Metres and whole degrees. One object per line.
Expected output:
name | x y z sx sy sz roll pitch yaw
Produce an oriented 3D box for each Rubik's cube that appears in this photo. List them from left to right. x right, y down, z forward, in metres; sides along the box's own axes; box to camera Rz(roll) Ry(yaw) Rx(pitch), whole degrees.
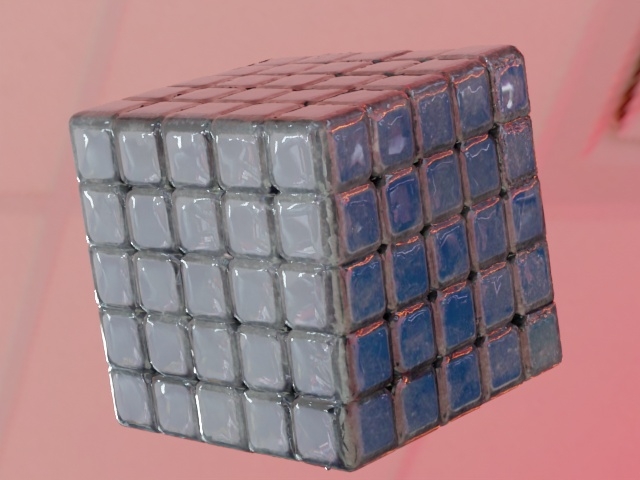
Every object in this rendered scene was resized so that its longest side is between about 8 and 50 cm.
Rubik's cube | 0.000 0.000 1.362 0.237 0.238 0.237 -20 -72 -46
